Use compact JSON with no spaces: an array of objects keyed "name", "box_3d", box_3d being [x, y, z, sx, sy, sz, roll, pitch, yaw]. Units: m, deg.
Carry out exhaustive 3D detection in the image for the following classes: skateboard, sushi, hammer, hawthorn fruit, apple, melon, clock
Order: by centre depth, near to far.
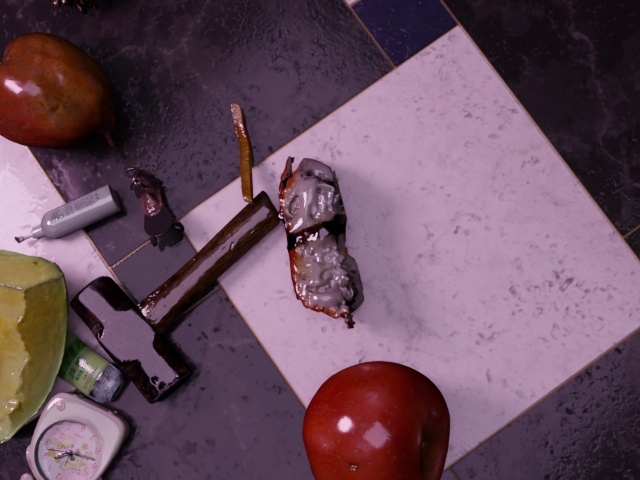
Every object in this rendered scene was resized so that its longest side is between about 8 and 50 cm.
[{"name":"apple","box_3d":[0.091,0.329,1.654,0.216,0.260,0.260,5,82,26]},{"name":"melon","box_3d":[-0.539,0.187,1.737,0.196,0.124,0.323,12,107,24]},{"name":"clock","box_3d":[-0.440,0.376,1.755,0.151,0.062,0.191,25,84,4]},{"name":"sushi","box_3d":[0.000,0.000,1.762,0.130,0.124,0.332,-9,80,8]},{"name":"hawthorn fruit","box_3d":[-0.471,-0.248,1.783,0.248,0.208,0.208,30,84,-12]},{"name":"hammer","box_3d":[-0.227,0.073,1.789,0.409,0.095,0.242,-43,84,-10]},{"name":"skateboard","box_3d":[-0.310,-0.070,1.791,0.067,0.080,0.151,-29,66,5]}]

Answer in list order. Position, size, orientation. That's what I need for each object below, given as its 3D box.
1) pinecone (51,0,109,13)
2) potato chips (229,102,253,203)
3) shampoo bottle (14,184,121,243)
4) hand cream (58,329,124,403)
[{"name":"pinecone","box_3d":[-0.440,-0.511,1.812,0.207,0.208,0.208,0,83,1]},{"name":"potato chips","box_3d":[-0.141,-0.157,1.817,0.026,0.037,0.204,-13,68,12]},{"name":"shampoo bottle","box_3d":[-0.464,-0.039,1.813,0.195,0.056,0.056,-24,83,-1]},{"name":"hand cream","box_3d":[-0.435,0.224,1.781,0.175,0.046,0.095,33,94,9]}]
